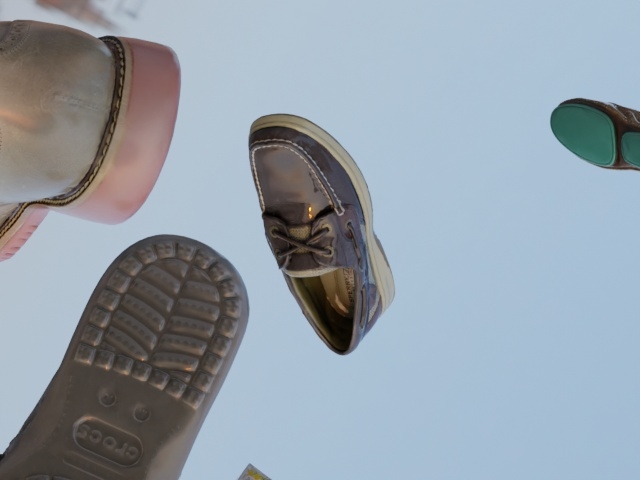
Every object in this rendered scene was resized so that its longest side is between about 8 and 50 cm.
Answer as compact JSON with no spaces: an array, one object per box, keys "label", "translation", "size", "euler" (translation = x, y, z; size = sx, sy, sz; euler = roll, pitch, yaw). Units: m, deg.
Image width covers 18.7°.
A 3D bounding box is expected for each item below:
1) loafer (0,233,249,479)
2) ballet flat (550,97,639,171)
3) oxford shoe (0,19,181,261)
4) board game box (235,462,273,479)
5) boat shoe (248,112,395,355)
[{"label":"loafer","translation":[-0.108,0.118,0.888],"size":[0.251,0.094,0.087],"euler":[-58,177,-8]},{"label":"ballet flat","translation":[0.327,-0.106,2.016],"size":[0.206,0.067,0.073],"euler":[28,-55,50]},{"label":"oxford shoe","translation":[-0.224,-0.075,1.204],"size":[0.397,0.146,0.140],"euler":[-15,-117,61]},{"label":"board game box","translation":[-0.054,0.260,1.584],"size":[0.154,0.103,0.026],"euler":[-55,179,41]},{"label":"boat shoe","translation":[-0.001,0.000,1.483],"size":[0.080,0.223,0.073],"euler":[-2,-133,23]}]
